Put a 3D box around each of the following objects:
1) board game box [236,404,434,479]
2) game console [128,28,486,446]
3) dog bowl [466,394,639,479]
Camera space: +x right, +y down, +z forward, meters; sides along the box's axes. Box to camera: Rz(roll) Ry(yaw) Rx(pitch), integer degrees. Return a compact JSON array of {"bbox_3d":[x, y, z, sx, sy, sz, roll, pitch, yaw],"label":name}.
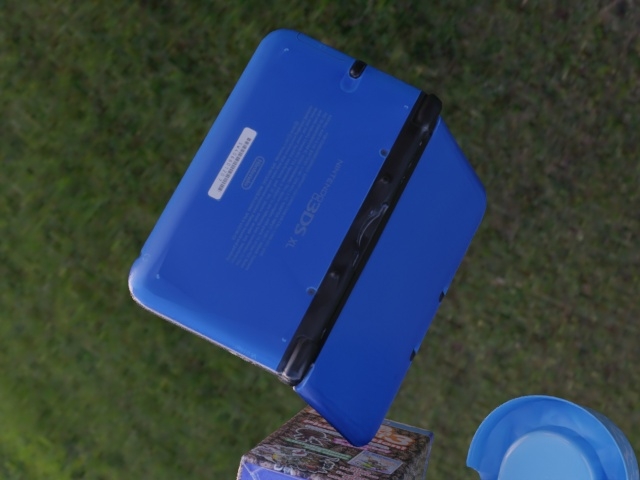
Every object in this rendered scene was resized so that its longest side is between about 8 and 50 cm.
[{"bbox_3d":[0.002,0.311,1.374,0.141,0.291,0.232,13,97,12],"label":"board game box"},{"bbox_3d":[0.000,0.000,1.263,0.250,0.293,0.173,26,162,5],"label":"game console"},{"bbox_3d":[0.216,0.293,1.335,0.166,0.074,0.297,17,99,32],"label":"dog bowl"}]
